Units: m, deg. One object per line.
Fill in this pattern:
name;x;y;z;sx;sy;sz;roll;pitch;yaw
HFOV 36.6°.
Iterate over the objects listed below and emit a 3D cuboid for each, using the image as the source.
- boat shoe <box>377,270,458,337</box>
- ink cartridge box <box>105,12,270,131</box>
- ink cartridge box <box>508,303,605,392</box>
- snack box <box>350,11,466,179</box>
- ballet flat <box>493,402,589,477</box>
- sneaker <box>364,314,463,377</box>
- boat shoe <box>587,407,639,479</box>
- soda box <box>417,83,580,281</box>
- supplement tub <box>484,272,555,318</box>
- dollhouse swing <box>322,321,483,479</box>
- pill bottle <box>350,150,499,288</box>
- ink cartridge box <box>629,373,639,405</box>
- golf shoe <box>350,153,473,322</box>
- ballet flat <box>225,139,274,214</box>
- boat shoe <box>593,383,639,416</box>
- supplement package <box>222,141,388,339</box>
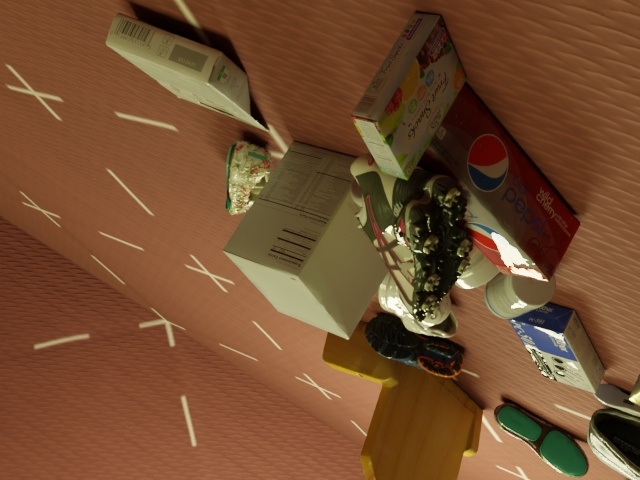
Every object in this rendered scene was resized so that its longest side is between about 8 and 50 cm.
boat shoe;0.173;0.096;1.601;0.096;0.098;0.277;19;169;27
ink cartridge box;-0.176;-0.236;1.389;0.181;0.056;0.225;24;179;22
ink cartridge box;0.375;0.166;1.529;0.097;0.046;0.207;15;156;38
snack box;0.094;-0.148;0.999;0.037;0.141;0.100;19;158;33
ballet flat;0.460;0.411;2.018;0.221;0.077;0.079;33;-179;12
sneaker;0.186;0.221;1.934;0.221;0.083;0.087;27;170;25
boat shoe;0.600;0.393;1.640;0.335;0.121;0.119;22;164;33
soda box;0.193;-0.064;1.139;0.263;0.092;0.083;43;159;-31
supplement tub;0.284;0.070;1.385;0.071;0.071;0.107;32;163;-2
dollhouse swing;0.143;0.400;2.111;0.315;0.305;0.347;9;153;49
pill bottle;0.147;-0.035;1.250;0.208;0.119;0.119;41;160;-28
ink cartridge box;0.605;0.229;1.294;0.304;0.072;0.307;28;164;11
golf shoe;0.108;-0.006;1.148;0.120;0.105;0.273;33;157;27
ballet flat;-0.118;-0.093;1.596;0.077;0.091;0.241;9;166;-4
boat shoe;0.504;0.270;1.618;0.100;0.035;0.035;17;155;20
supplement package;0.000;0.000;1.444;0.149;0.203;0.194;18;157;35
